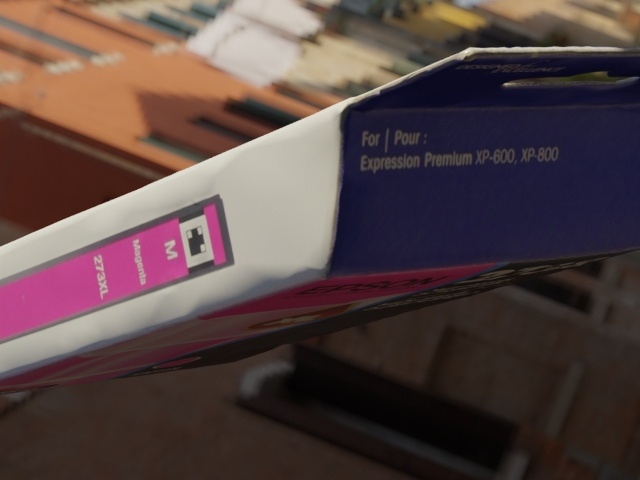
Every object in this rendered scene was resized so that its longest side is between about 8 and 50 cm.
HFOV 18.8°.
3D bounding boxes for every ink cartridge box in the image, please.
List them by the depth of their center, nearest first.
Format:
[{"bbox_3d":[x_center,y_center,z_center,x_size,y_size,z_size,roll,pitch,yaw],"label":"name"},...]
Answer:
[{"bbox_3d":[0.000,0.000,0.786,0.371,0.176,0.069,-22,77,49],"label":"ink cartridge box"}]
